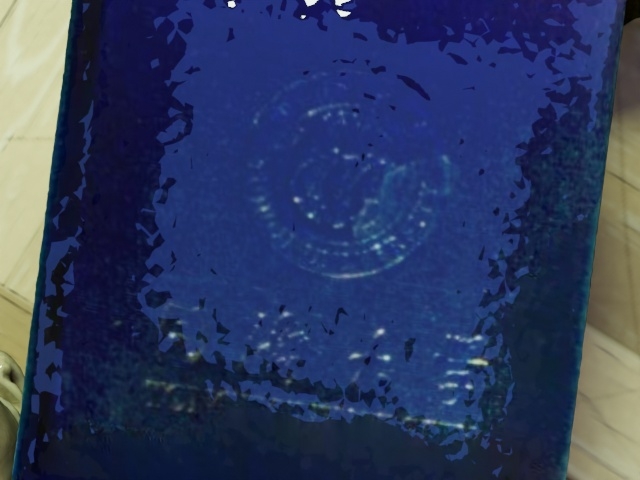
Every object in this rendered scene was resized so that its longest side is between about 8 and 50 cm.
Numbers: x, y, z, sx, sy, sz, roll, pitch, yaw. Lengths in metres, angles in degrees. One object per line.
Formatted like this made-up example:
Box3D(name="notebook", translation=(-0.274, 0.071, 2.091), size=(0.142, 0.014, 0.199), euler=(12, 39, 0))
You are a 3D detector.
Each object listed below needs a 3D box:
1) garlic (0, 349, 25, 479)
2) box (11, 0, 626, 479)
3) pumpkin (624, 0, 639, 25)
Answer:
Box3D(name="garlic", translation=(-0.268, 0.160, 0.807), size=(0.241, 0.322, 0.322), euler=(4, 91, -24))
Box3D(name="box", translation=(0.000, 0.000, 0.783), size=(0.261, 0.116, 0.279), euler=(7, 92, 1))
Box3D(name="pumpkin", translation=(0.135, -0.227, 0.863), size=(0.238, 0.159, 0.238), euler=(0, 94, -3))
